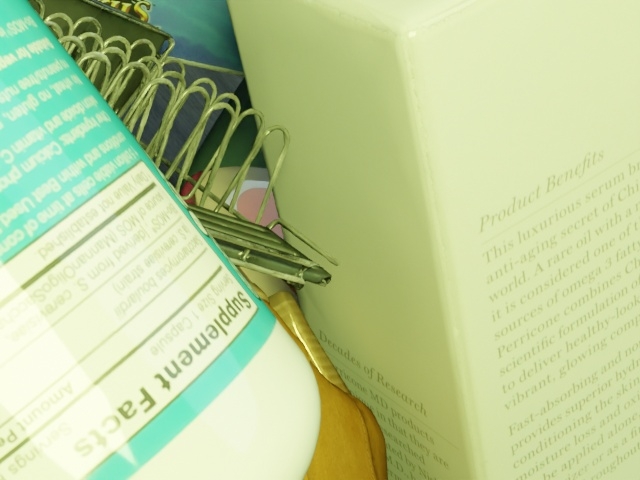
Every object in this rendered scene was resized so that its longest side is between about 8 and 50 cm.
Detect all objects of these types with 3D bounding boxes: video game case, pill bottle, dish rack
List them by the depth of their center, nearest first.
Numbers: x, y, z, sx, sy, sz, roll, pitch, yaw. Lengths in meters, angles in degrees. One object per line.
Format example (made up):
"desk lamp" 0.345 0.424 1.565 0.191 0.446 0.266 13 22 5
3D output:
"pill bottle" -0.100 0.026 0.405 0.264 0.146 0.146 53 6 -6
"dish rack" -0.113 -0.067 0.712 0.208 0.074 0.271 16 14 -43
"video game case" -0.123 -0.163 0.987 0.270 0.061 0.244 12 10 -4

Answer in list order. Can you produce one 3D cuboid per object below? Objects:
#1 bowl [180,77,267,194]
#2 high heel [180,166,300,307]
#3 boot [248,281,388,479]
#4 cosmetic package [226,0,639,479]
"bowl" 0.000 0.000 1.224 0.311 0.163 0.311 52 6 -8
"high heel" -0.002 0.087 1.048 0.377 0.181 0.127 43 47 -31
"boot" -0.016 0.131 0.675 0.211 0.104 0.295 63 15 6
"cosmetic package" 0.119 0.017 0.840 0.161 0.230 0.453 33 -36 46
